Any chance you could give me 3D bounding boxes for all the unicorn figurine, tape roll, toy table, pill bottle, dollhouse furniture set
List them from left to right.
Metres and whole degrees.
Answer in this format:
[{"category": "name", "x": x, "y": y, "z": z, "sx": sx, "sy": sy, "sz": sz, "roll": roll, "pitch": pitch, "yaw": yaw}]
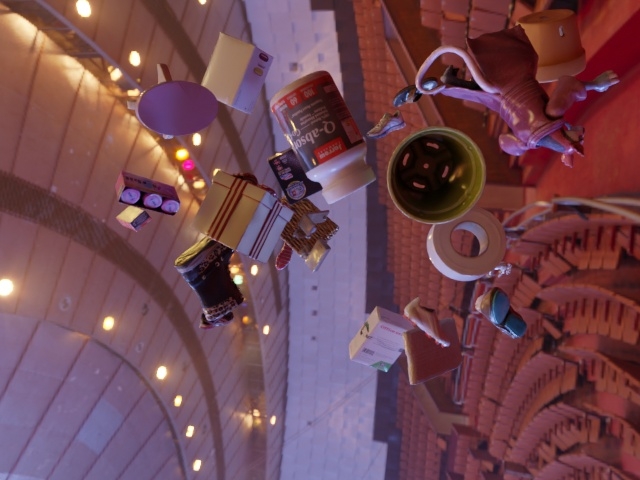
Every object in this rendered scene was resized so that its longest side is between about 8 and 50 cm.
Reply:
[{"category": "toy table", "x": -0.503, "y": -0.458, "z": 1.681, "sx": 0.274, "sy": 0.161, "sz": 0.252, "roll": -2, "pitch": -69, "yaw": -39}, {"category": "dollhouse furniture set", "x": 0.000, "y": 0.000, "z": 1.761, "sx": 0.123, "sy": 0.151, "sz": 0.144, "roll": -12, "pitch": -37, "yaw": -45}, {"category": "pill bottle", "x": 0.015, "y": -0.311, "z": 1.535, "sx": 0.363, "sy": 0.210, "sz": 0.210, "roll": 62, "pitch": -159, "yaw": -5}, {"category": "tape roll", "x": 0.558, "y": 0.008, "z": 1.914, "sx": 0.100, "sy": 0.286, "sz": 0.286, "roll": 93, "pitch": -175, "yaw": -74}, {"category": "unicorn figurine", "x": 0.771, "y": 0.119, "z": 2.214, "sx": 0.111, "sy": 0.162, "sz": 0.060, "roll": 92, "pitch": 163, "yaw": -53}]

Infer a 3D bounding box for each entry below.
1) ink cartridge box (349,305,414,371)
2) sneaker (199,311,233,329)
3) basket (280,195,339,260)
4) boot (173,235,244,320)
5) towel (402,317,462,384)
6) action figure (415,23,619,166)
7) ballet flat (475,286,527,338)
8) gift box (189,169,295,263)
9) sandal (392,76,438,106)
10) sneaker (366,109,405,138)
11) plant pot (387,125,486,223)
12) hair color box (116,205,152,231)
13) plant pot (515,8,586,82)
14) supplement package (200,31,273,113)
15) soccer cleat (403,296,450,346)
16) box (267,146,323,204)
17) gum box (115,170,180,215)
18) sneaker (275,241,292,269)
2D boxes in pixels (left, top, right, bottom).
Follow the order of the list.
[{"category": "ink cartridge box", "x": 0.230, "y": 0.371, "z": 1.876, "sx": 0.219, "sy": 0.160, "sz": 0.092, "roll": -59, "pitch": 17, "yaw": 26}, {"category": "sneaker", "x": -0.460, "y": 0.341, "z": 2.236, "sx": 0.178, "sy": 0.072, "sz": 0.077, "roll": -14, "pitch": -69, "yaw": -53}, {"category": "basket", "x": -0.094, "y": -0.073, "z": 2.338, "sx": 0.223, "sy": 0.299, "sz": 0.213, "roll": -49, "pitch": 4, "yaw": -2}, {"category": "boot", "x": -0.388, "y": 0.116, "z": 2.020, "sx": 0.377, "sy": 0.138, "sz": 0.284, "roll": -43, "pitch": -60, "yaw": -46}, {"category": "towel", "x": 0.404, "y": 0.392, "z": 1.799, "sx": 0.282, "sy": 0.049, "sz": 0.187, "roll": -6, "pitch": -96, "yaw": -39}, {"category": "action figure", "x": 0.438, "y": -0.313, "z": 1.081, "sx": 0.370, "sy": 0.276, "sz": 0.248, "roll": 61, "pitch": 139, "yaw": 27}, {"category": "ballet flat", "x": 0.649, "y": 0.260, "z": 1.845, "sx": 0.342, "sy": 0.124, "sz": 0.116, "roll": 37, "pitch": -102, "yaw": -41}, {"category": "gift box", "x": -0.245, "y": -0.083, "z": 1.751, "sx": 0.258, "sy": 0.276, "sz": 0.255, "roll": -65, "pitch": -21, "yaw": -5}, {"category": "sandal", "x": 0.421, "y": -0.647, "z": 2.213, "sx": 0.090, "sy": 0.219, "sz": 0.060, "roll": 27, "pitch": -132, "yaw": -60}, {"category": "sneaker", "x": 0.269, "y": -0.493, "z": 2.105, "sx": 0.191, "sy": 0.071, "sz": 0.083, "roll": -30, "pitch": -56, "yaw": -20}, {"category": "plant pot", "x": 0.333, "y": -0.214, "z": 1.518, "sx": 0.254, "sy": 0.276, "sz": 0.276, "roll": -76, "pitch": -14, "yaw": -74}, {"category": "hair color box", "x": -0.663, "y": -0.079, "z": 1.769, "sx": 0.072, "sy": 0.141, "sz": 0.043, "roll": -47, "pitch": -55, "yaw": -22}, {"category": "plant pot", "x": 0.855, "y": -0.748, "z": 1.901, "sx": 0.291, "sy": 0.291, "sz": 0.203, "roll": -66, "pitch": -31, "yaw": -52}, {"category": "supplement package", "x": -0.358, "y": -0.707, "z": 2.121, "sx": 0.145, "sy": 0.204, "sz": 0.261, "roll": 0, "pitch": -63, "yaw": -63}, {"category": "soccer cleat", "x": 0.333, "y": 0.249, "z": 1.499, "sx": 0.076, "sy": 0.196, "sz": 0.068, "roll": -50, "pitch": 20, "yaw": -1}, {"category": "box", "x": -0.058, "y": -0.305, "z": 2.117, "sx": 0.060, "sy": 0.270, "sz": 0.216, "roll": -114, "pitch": -1, "yaw": -70}, {"category": "gum box", "x": -0.546, "y": -0.147, "z": 1.594, "sx": 0.062, "sy": 0.188, "sz": 0.107, "roll": -60, "pitch": 38, "yaw": 19}, {"category": "sneaker", "x": -0.163, "y": 0.072, "z": 2.322, "sx": 0.075, "sy": 0.063, "sz": 0.170, "roll": 108, "pitch": -179, "yaw": -59}]
